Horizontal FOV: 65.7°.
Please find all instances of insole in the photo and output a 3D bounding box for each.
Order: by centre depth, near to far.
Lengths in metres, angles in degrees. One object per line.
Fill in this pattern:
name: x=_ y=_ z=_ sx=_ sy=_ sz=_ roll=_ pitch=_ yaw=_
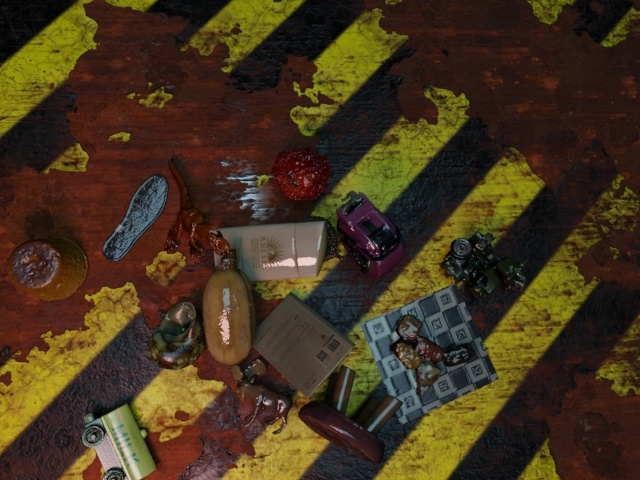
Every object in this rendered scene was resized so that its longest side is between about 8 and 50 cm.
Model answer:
insole: x=-0.583 y=-0.072 z=1.571 sx=0.110 sy=0.012 sz=0.309 roll=34 pitch=79 yaw=-1

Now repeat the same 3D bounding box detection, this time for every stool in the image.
stool: x=0.089 y=0.502 z=1.437 sx=0.272 sy=0.272 sz=0.178 roll=33 pitch=65 yaw=0

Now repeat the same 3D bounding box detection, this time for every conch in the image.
conch: x=-0.428 y=0.295 z=1.480 sx=0.182 sy=0.124 sz=0.187 roll=-17 pitch=55 yaw=3

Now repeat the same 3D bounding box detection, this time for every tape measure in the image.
tape measure: x=0.142 y=-0.006 z=1.527 sx=0.149 sy=0.231 sz=0.245 roll=-37 pitch=70 yaw=-15

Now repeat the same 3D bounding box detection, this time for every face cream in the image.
face cream: x=-0.149 y=0.036 z=1.517 sx=0.349 sy=0.081 sz=0.173 roll=-3 pitch=92 yaw=10

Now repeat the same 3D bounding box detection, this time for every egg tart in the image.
egg tart: x=-0.811 y=0.073 z=1.457 sx=0.203 sy=0.147 sz=0.202 roll=1 pitch=79 yaw=-5

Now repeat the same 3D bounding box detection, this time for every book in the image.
book: x=-0.064 y=0.307 z=1.489 sx=0.215 sy=0.025 sz=0.283 roll=-46 pitch=57 yaw=-11

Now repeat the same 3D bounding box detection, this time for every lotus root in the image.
lotus root: x=-0.272 y=0.195 z=1.451 sx=0.152 sy=0.169 sz=0.342 roll=-4 pitch=96 yaw=2

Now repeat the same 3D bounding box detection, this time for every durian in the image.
durian: x=0.000 y=0.000 z=1.579 sx=0.188 sy=0.091 sz=0.148 roll=41 pitch=80 yaw=-1

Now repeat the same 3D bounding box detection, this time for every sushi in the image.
sushi: x=0.357 y=0.356 z=1.575 sx=0.359 sy=0.064 sz=0.343 roll=-21 pitch=84 yaw=-9

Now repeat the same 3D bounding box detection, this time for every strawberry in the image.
strawberry: x=-0.058 y=-0.207 z=1.558 sx=0.184 sy=0.201 sz=0.187 roll=-39 pitch=106 yaw=8

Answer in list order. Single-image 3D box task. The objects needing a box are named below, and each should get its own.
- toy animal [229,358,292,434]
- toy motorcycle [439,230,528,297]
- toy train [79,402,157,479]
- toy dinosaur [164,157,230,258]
toy animal: x=-0.185 y=0.464 z=1.497 sx=0.214 sy=0.094 sz=0.186 roll=16 pitch=89 yaw=-3
toy motorcycle: x=0.528 y=0.094 z=1.602 sx=0.205 sy=0.127 sz=0.275 roll=-42 pitch=84 yaw=-13
toy train: x=-0.578 y=0.594 z=1.430 sx=0.157 sy=0.105 sz=0.253 roll=-25 pitch=86 yaw=-22
toy dinosaur: x=-0.415 y=-0.057 z=1.526 sx=0.097 sy=0.208 sz=0.432 roll=-8 pitch=43 yaw=-44
